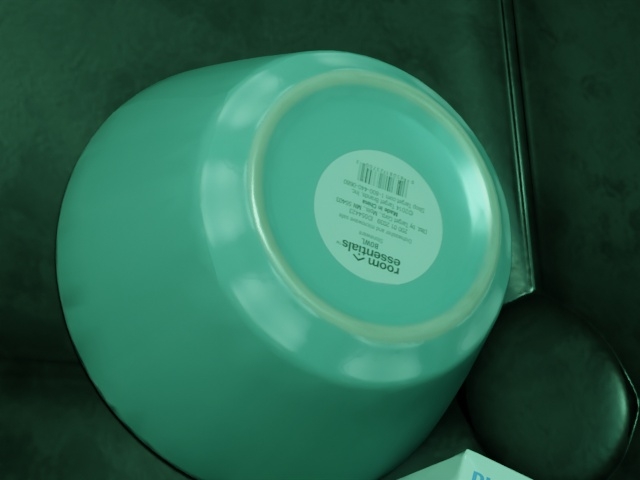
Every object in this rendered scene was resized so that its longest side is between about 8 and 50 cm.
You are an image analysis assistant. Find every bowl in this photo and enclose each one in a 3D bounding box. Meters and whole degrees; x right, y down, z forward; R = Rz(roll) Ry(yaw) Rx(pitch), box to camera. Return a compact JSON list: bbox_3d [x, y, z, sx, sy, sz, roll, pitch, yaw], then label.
[{"bbox_3d":[0.000,0.000,1.229,0.311,0.163,0.311,10,67,-24],"label":"bowl"}]

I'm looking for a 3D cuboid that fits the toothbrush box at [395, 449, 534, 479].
[{"bbox_3d":[0.115,0.309,1.200,0.206,0.122,0.283,27,60,-17],"label":"toothbrush box"}]
